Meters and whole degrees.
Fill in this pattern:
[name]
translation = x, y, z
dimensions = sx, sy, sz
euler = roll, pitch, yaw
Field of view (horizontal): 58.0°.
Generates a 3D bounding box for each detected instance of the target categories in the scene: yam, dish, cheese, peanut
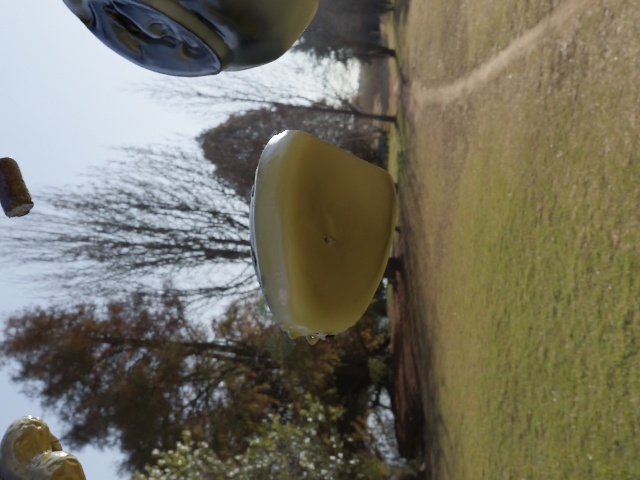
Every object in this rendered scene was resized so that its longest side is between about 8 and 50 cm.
[yam]
translation = -0.790, -0.134, 1.476
dimensions = 0.141, 0.079, 0.079
euler = 63, 174, 12
[dish]
translation = -0.171, -0.258, 0.615
dimensions = 0.324, 0.324, 0.124
euler = 82, -152, -84
[cheese]
translation = 0.000, 0.000, 0.886
dimensions = 0.128, 0.260, 0.315
euler = -20, 54, 60
[peanut]
translation = -0.481, 0.398, 0.995
dimensions = 0.103, 0.229, 0.098
euler = -30, -35, -45

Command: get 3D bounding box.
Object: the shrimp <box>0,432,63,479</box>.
[shrimp]
translation = -0.584, 0.441, 1.107
dimensions = 0.047, 0.126, 0.223
euler = -63, -1, 22
